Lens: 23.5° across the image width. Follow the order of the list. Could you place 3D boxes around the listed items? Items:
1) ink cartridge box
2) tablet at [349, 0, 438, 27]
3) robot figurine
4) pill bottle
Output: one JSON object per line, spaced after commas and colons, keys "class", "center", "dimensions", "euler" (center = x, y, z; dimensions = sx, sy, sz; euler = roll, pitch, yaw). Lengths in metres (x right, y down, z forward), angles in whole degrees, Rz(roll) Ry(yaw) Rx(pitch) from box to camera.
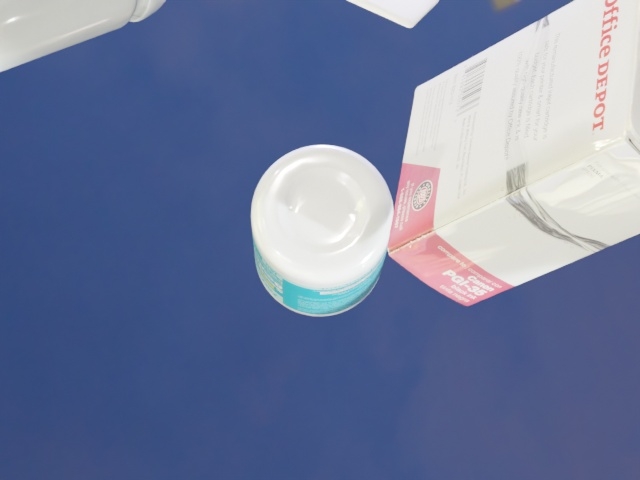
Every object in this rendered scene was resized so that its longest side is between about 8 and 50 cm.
{"class": "ink cartridge box", "center": [0.207, -0.088, 1.382], "dimensions": [0.117, 0.283, 0.207], "euler": [34, -130, -28]}
{"class": "tablet", "center": [0.049, -0.201, 1.251], "dimensions": [0.083, 0.006, 0.054], "euler": [26, -136, 16]}
{"class": "robot figurine", "center": [-0.283, -0.291, 1.547], "dimensions": [0.353, 0.300, 0.200], "euler": [-25, -111, -27]}
{"class": "pill bottle", "center": [0.000, 0.000, 1.659], "dimensions": [0.264, 0.146, 0.146], "euler": [94, 165, -76]}
